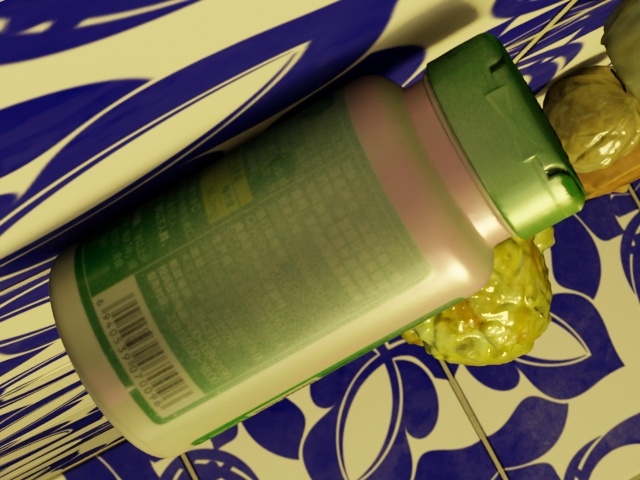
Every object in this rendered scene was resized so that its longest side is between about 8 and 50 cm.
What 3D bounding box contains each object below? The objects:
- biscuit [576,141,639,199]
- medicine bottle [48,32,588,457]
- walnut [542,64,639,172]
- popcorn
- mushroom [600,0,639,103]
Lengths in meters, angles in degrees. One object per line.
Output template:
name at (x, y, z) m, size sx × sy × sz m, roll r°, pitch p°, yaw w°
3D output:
biscuit at (0.418, -0.151, 1.750) m, size 0.385 × 0.062 × 0.365 m, roll -32°, pitch 177°, yaw -29°
medicine bottle at (0.000, 0.000, 0.918) m, size 0.274 × 0.133 × 0.133 m, roll -29°, pitch 174°, yaw 12°
walnut at (0.216, -0.097, 1.358) m, size 0.092 × 0.092 × 0.092 m, roll -28°, pitch 174°, yaw -3°
popcorn at (0.131, 0.037, 1.635) m, size 0.198 × 0.198 × 0.212 m, roll -24°, pitch 180°, yaw -34°
mushroom at (0.296, -0.171, 0.976) m, size 0.312 × 0.100 × 0.081 m, roll -34°, pitch 175°, yaw 37°
